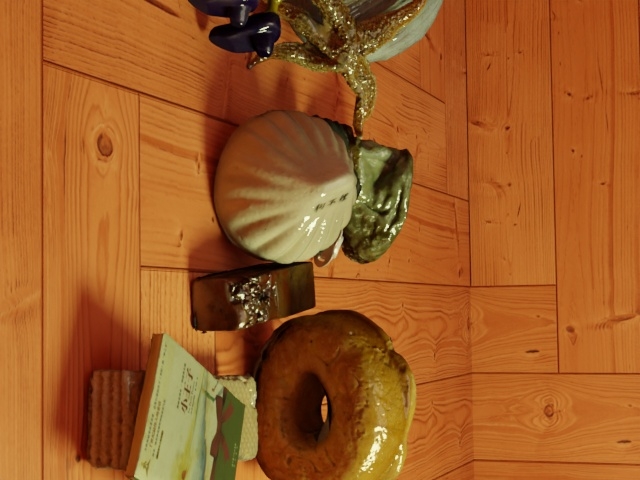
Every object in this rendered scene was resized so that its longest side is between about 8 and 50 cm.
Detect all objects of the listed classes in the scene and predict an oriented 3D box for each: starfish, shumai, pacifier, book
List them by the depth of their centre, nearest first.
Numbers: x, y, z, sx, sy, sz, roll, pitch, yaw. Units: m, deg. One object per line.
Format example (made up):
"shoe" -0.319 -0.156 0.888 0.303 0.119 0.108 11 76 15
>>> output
"book" -0.178 0.270 1.714 0.289 0.026 0.201 53 41 -57
"starfish" 0.025 -0.368 2.193 0.301 0.293 0.084 -61 -153 10
"pacifier" 0.000 0.000 2.414 0.078 0.081 0.099 21 88 -33
"shumai" 0.055 -0.091 2.492 0.222 0.203 0.272 -112 -143 -64

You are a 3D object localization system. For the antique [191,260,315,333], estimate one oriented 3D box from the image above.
"antique" -0.106 0.089 2.057 0.310 0.093 0.087 -10 97 -69

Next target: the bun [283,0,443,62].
"bun" 0.069 -0.510 2.327 0.211 0.362 0.362 43 -23 50

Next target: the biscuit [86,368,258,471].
"biscuit" -0.199 0.254 1.809 0.426 0.078 0.144 23 66 -68

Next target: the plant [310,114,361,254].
"plant" -0.012 -0.103 2.262 0.164 0.141 0.256 46 49 -60

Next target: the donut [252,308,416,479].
"donut" 0.012 0.279 2.108 0.150 0.299 0.317 4 51 -59

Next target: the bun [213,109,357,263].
"bun" -0.027 -0.087 2.040 0.263 0.175 0.263 -3 94 -38

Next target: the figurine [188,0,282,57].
"figurine" -0.083 -0.495 2.033 0.154 0.193 0.421 53 35 -52
